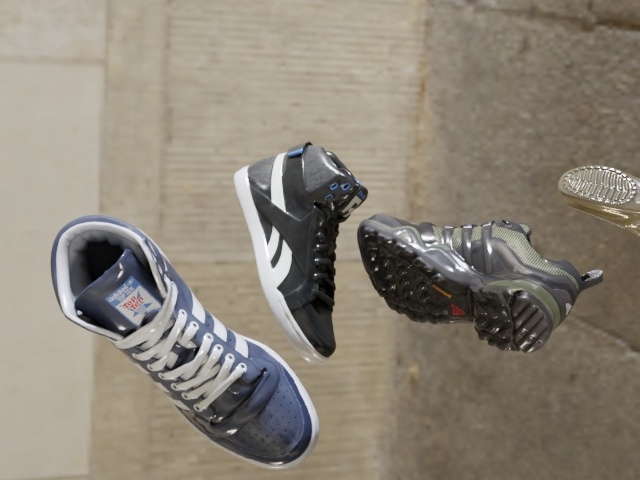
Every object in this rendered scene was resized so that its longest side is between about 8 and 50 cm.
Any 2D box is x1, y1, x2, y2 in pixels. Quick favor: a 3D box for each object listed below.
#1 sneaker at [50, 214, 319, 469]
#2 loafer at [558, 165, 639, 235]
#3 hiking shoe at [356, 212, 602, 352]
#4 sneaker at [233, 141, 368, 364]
[{"bbox_3d":[-0.119,0.087,1.164,0.282,0.099,0.153,45,178,9],"label":"sneaker"},{"bbox_3d":[0.306,-0.033,1.363,0.050,0.148,0.056,86,-154,-47],"label":"loafer"},{"bbox_3d":[0.136,0.025,1.238,0.227,0.114,0.086,26,133,37],"label":"hiking shoe"},{"bbox_3d":[0.000,0.000,1.322,0.121,0.079,0.217,-27,68,16],"label":"sneaker"}]
